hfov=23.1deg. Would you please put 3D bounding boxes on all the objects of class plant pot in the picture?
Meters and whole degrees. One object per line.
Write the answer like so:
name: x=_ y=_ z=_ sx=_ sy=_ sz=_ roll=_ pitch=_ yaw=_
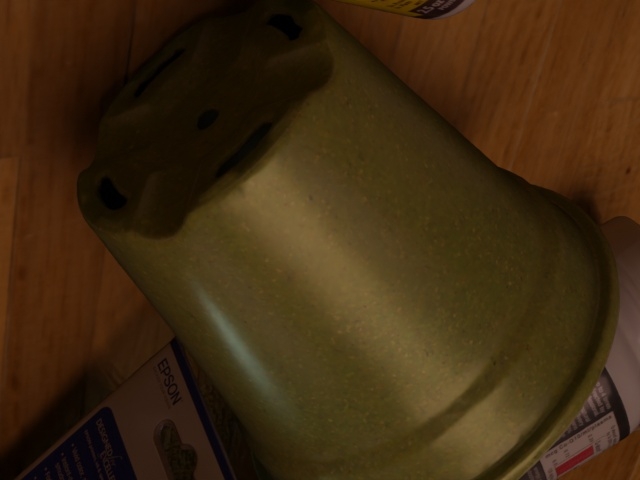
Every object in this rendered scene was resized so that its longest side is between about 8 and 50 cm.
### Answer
plant pot: x=0.000 y=0.000 z=0.944 sx=0.276 sy=0.276 sz=0.254 roll=-40 pitch=125 yaw=4

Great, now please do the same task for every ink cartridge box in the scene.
ink cartridge box: x=-0.181 y=0.246 z=1.046 sx=0.371 sy=0.176 sz=0.069 roll=-43 pitch=139 yaw=18

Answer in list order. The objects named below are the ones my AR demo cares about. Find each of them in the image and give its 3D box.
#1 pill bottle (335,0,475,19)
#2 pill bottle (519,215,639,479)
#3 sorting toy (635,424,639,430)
pill bottle: x=-0.005 y=-0.193 z=0.855 sx=0.215 sy=0.117 sz=0.117 roll=5 pitch=123 yaw=-34
pill bottle: x=0.141 y=0.107 z=1.168 sx=0.278 sy=0.162 sz=0.162 roll=-30 pitch=136 yaw=-5
sorting toy: x=0.404 y=0.075 z=1.388 sx=0.307 sy=0.041 sz=0.229 roll=-1 pitch=126 yaw=-31
